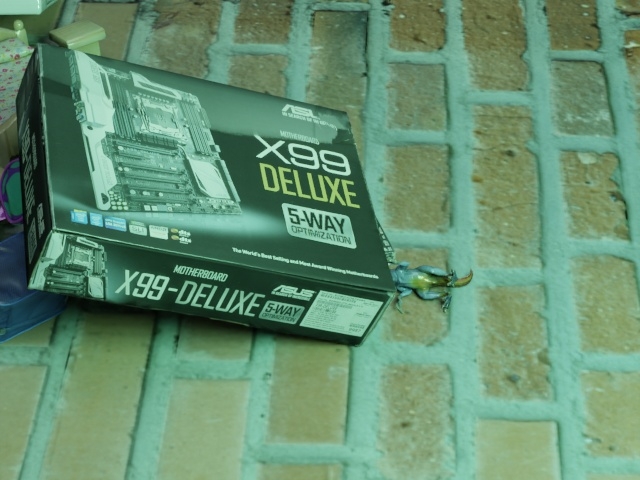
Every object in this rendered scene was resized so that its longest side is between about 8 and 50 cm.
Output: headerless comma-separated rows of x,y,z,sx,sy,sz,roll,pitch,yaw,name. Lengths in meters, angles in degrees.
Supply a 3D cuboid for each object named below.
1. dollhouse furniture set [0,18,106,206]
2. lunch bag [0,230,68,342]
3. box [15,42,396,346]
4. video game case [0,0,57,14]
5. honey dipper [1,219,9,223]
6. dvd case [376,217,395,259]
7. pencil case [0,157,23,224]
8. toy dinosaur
-0.309,-0.167,1.707,0.356,0.173,0.303,-26,36,-29,dollhouse furniture set
-0.269,0.044,1.556,0.098,0.065,0.067,-26,60,-31,lunch bag
-0.105,-0.040,1.547,0.307,0.076,0.242,12,41,-22,box
-0.387,-0.263,1.938,0.190,0.022,0.173,0,13,-1,video game case
-0.311,0.000,1.642,0.030,0.030,0.160,7,38,9,honey dipper
0.000,0.000,1.654,0.119,0.013,0.087,-10,38,-14,dvd case
-0.217,-0.036,1.612,0.152,0.070,0.064,9,49,-46,pencil case
0.080,0.040,1.597,0.082,0.047,0.090,12,5,29,toy dinosaur
